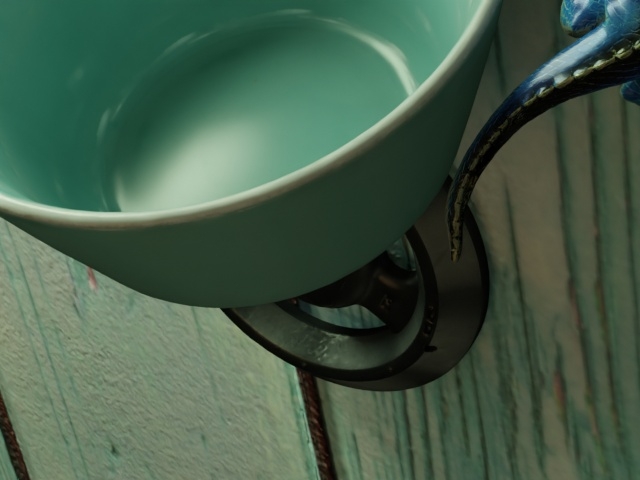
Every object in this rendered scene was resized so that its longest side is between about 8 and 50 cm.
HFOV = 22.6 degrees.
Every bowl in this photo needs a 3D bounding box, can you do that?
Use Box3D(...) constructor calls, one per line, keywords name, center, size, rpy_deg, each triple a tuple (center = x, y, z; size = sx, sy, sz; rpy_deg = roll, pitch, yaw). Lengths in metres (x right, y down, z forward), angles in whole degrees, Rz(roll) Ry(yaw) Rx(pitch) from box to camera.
Box3D(name="bowl", center=(-0.045, -0.089, 0.814), size=(0.312, 0.311, 0.163), rpy_deg=(25, 156, 30))

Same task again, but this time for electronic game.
Box3D(name="electronic game", center=(0.000, 0.000, 0.999), size=(0.229, 0.048, 0.229), rpy_deg=(20, 134, 23))

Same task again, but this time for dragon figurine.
Box3D(name="dragon figurine", center=(0.161, -0.098, 0.640), size=(0.085, 0.289, 0.144), rpy_deg=(58, 179, -5))
